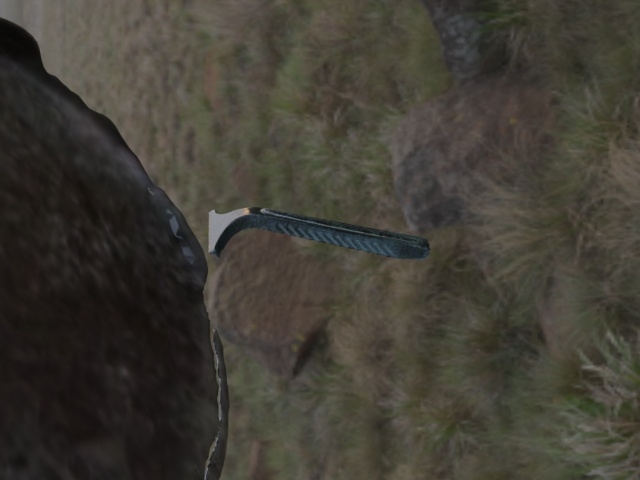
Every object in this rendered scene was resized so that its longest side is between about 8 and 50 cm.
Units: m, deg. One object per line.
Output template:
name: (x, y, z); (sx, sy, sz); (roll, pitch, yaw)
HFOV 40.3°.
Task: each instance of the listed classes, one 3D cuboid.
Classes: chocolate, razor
chocolate: (-0.215, 0.054, 0.440); (0.213, 0.303, 0.303); (-29, 54, 21)
razor: (0.001, -0.005, 0.737); (0.066, 0.190, 0.033); (-99, 18, -57)
